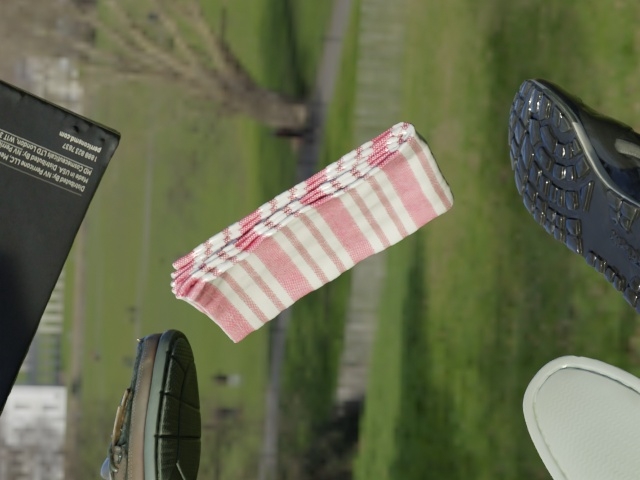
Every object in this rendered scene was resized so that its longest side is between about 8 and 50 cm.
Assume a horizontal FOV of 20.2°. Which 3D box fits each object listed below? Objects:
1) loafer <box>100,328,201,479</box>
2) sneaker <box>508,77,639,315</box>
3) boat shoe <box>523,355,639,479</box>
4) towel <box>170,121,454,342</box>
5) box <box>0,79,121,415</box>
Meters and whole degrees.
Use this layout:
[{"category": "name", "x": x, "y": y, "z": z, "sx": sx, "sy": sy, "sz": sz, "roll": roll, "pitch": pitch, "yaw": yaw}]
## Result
[{"category": "loafer", "x": -0.148, "y": 0.203, "z": 1.431, "sx": 0.096, "sy": 0.084, "sz": 0.267, "roll": 39, "pitch": -131, "yaw": -67}, {"category": "sneaker", "x": 0.264, "y": -0.035, "z": 1.478, "sx": 0.283, "sy": 0.124, "sz": 0.107, "roll": 54, "pitch": 144, "yaw": 39}, {"category": "boat shoe", "x": 0.281, "y": 0.208, "z": 1.388, "sx": 0.302, "sy": 0.114, "sz": 0.091, "roll": 46, "pitch": -176, "yaw": 19}, {"category": "towel", "x": 0.000, "y": 0.000, "z": 1.247, "sx": 0.029, "sy": 0.197, "sz": 0.144, "roll": 60, "pitch": -175, "yaw": 22}, {"category": "box", "x": -0.355, "y": -0.009, "z": 1.353, "sx": 0.296, "sy": 0.183, "sz": 0.294, "roll": 21, "pitch": 89, "yaw": 35}]
